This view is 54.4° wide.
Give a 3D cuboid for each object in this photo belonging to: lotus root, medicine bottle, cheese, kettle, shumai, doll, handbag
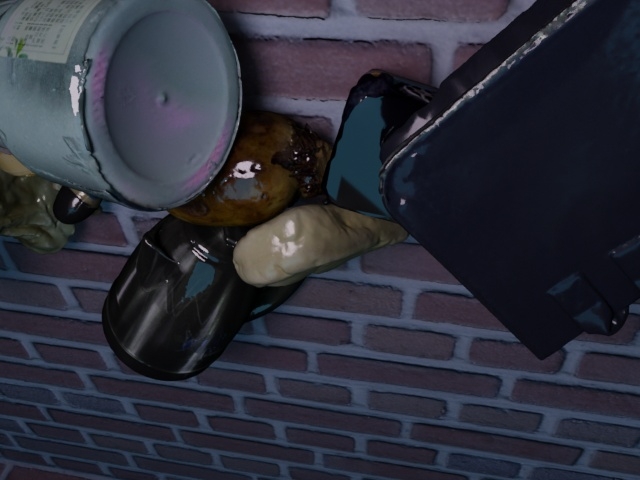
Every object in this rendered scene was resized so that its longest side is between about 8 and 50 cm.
[{"bbox_3d":[-0.128,-0.098,0.860,0.314,0.169,0.141,-7,127,18],"label":"lotus root"},{"bbox_3d":[-0.277,-0.178,0.737,0.290,0.245,0.245,14,142,30],"label":"medicine bottle"},{"bbox_3d":[-0.001,-0.002,0.895,0.159,0.263,0.093,-29,80,42],"label":"cheese"},{"bbox_3d":[-0.170,0.065,1.046,0.321,0.228,0.324,7,141,-32],"label":"kettle"},{"bbox_3d":[-0.552,-0.065,0.977,0.289,0.291,0.330,-9,143,-18],"label":"shumai"},{"bbox_3d":[-0.375,-0.091,1.012,0.179,0.089,0.102,-40,118,17],"label":"doll"},{"bbox_3d":[0.256,-0.059,0.621,0.303,0.122,0.329,-39,110,24],"label":"handbag"}]

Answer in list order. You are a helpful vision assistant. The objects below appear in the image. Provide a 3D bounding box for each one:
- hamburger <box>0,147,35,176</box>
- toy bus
[{"bbox_3d":[-0.418,-0.151,0.920,0.141,0.126,0.081,-24,141,8],"label":"hamburger"},{"bbox_3d":[0.206,-0.093,0.771,0.387,0.162,0.171,17,121,-4],"label":"toy bus"}]
